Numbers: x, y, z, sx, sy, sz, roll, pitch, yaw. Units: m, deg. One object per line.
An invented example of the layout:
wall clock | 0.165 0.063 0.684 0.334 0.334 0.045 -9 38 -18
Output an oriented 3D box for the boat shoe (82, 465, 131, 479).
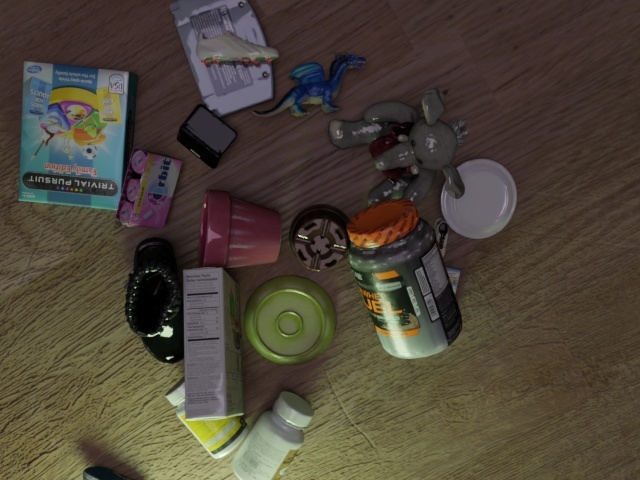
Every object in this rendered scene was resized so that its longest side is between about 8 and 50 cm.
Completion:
boat shoe | -0.549 0.661 1.714 0.183 0.066 0.066 25 98 -2

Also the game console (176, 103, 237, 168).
game console | -0.280 -0.254 1.595 0.122 0.107 0.071 39 62 -3

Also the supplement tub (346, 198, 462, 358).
supplement tub | 0.191 0.088 1.506 0.207 0.207 0.337 -21 113 3

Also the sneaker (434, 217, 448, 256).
sneaker | 0.300 -0.002 1.628 0.040 0.044 0.109 2 99 -1

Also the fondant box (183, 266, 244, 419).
fondant box | -0.247 0.247 1.520 0.096 0.238 0.330 -3 76 2

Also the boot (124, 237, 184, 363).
boot | -0.378 0.179 1.526 0.131 0.260 0.347 -13 110 -12

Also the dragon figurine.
dragon figurine | -0.031 -0.375 1.558 0.289 0.085 0.143 -10 96 -5

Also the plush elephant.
plush elephant | 0.210 -0.207 1.495 0.330 0.255 0.271 -21 97 3

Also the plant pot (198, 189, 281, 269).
plant pot | -0.195 -0.015 1.569 0.180 0.201 0.201 5 98 -15

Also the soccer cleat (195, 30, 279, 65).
soccer cleat | -0.195 -0.452 1.517 0.196 0.068 0.076 1 94 3

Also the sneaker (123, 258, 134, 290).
sneaker | -0.457 0.070 1.650 0.058 0.052 0.135 43 89 6

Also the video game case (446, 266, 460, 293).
video game case | 0.282 0.144 1.661 0.119 0.015 0.166 11 98 0

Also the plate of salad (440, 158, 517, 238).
plate of salad | 0.391 -0.104 1.611 0.200 0.048 0.199 -2 101 -10

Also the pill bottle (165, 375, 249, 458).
pill bottle | -0.291 0.440 1.655 0.119 0.119 0.208 -38 96 5

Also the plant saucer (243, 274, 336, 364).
plant saucer | -0.079 0.210 1.664 0.241 0.037 0.240 0 97 0

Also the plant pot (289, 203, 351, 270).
plant pot | 0.000 0.000 1.571 0.167 0.165 0.166 0 97 2

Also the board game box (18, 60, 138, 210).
board game box | -0.594 -0.254 1.591 0.254 0.079 0.335 5 97 0

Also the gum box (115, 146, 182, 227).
gum box | -0.421 -0.122 1.584 0.062 0.107 0.188 22 99 36

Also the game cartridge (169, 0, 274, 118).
game cartridge | -0.225 -0.460 1.573 0.196 0.060 0.294 -18 97 7

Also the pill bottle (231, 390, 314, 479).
pill bottle | -0.116 0.509 1.655 0.131 0.131 0.229 31 97 -3
